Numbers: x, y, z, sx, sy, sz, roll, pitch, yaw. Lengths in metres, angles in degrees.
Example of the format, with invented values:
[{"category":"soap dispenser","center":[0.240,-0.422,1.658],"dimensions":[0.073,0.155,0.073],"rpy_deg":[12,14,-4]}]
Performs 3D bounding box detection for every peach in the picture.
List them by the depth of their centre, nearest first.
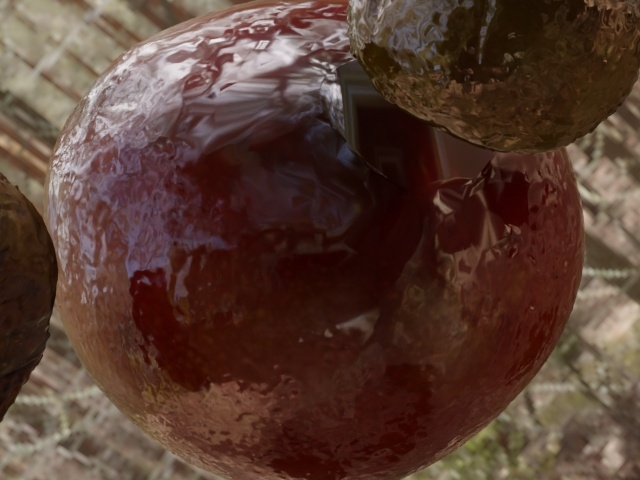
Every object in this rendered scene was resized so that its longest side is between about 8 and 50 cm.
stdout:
[{"category":"peach","center":[0.000,0.000,1.138],"dimensions":[0.388,0.388,0.388],"rpy_deg":[-35,33,27]}]

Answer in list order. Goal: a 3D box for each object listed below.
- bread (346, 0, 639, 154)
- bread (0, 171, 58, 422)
[{"category":"bread","center":[0.072,-0.201,0.539],"dimensions":[0.124,0.084,0.344],"rpy_deg":[8,90,32]},{"category":"bread","center":[-0.181,0.045,0.649],"dimensions":[0.064,0.193,0.193],"rpy_deg":[39,90,20]}]
